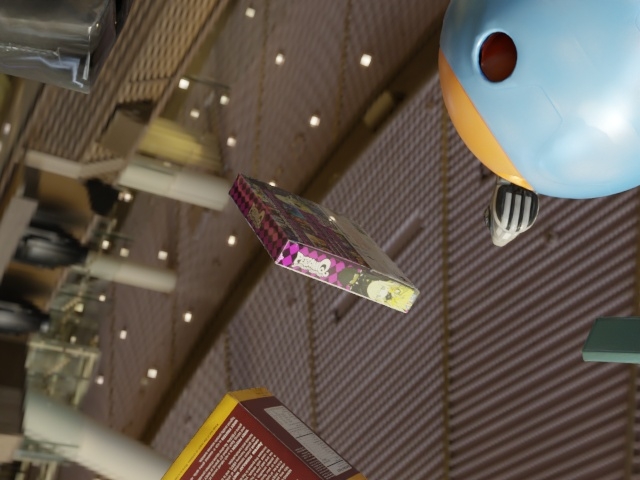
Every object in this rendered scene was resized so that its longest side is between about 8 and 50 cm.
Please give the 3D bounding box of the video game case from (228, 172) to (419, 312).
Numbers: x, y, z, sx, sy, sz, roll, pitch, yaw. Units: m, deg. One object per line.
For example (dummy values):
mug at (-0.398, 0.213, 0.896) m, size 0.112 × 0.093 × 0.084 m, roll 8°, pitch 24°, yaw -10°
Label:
video game case at (0.000, 0.000, 1.336) m, size 0.042 × 0.210 × 0.232 m, roll -60°, pitch -150°, yaw 13°

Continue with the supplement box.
supplement box at (-0.080, 0.322, 1.248) m, size 0.194 × 0.129 × 0.191 m, roll 39°, pitch -83°, yaw 17°

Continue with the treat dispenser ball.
treat dispenser ball at (0.264, -0.186, 1.011) m, size 0.288 × 0.288 × 0.288 m, roll -37°, pitch -135°, yaw 50°

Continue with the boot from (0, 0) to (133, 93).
boot at (-0.394, -0.351, 1.004) m, size 0.146 × 0.445 × 0.367 m, roll 94°, pitch 6°, yaw -66°

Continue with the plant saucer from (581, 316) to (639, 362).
plant saucer at (0.405, 0.122, 1.242) m, size 0.192 × 0.018 × 0.067 m, roll -7°, pitch -131°, yaw 60°

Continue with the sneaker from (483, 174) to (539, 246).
sneaker at (0.288, -0.095, 1.498) m, size 0.132 × 0.086 × 0.228 m, roll 104°, pitch 4°, yaw -65°
